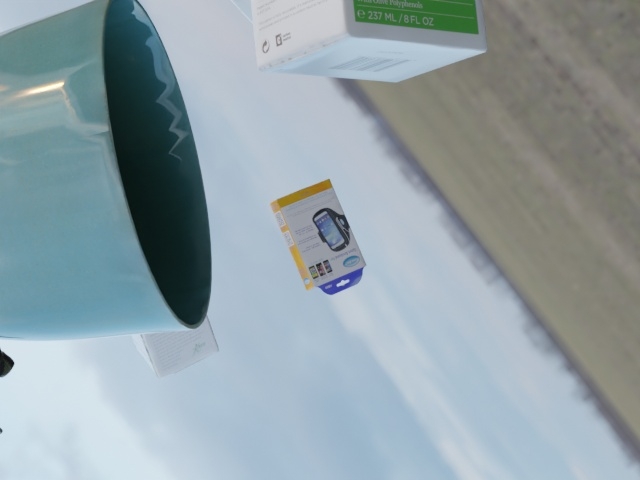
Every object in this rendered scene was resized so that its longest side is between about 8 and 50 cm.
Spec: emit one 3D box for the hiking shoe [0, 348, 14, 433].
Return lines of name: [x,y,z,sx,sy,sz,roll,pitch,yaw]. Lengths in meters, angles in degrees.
hiking shoe: [-0.449,0.136,2.272,0.114,0.226,0.086,2,-179,-32]

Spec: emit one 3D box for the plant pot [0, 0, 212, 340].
plant pot: [-0.247,-0.046,1.531,0.293,0.235,0.293,-11,-90,-81]

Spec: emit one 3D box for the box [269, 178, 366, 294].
box: [0.000,0.000,2.222,0.028,0.081,0.136,-22,90,64]

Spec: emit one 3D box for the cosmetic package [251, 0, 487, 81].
cosmetic package: [0.032,-0.355,1.801,0.197,0.155,0.365,-1,-98,-39]

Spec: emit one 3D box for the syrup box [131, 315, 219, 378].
syrup box: [-0.220,0.053,2.335,0.093,0.096,0.236,43,155,54]

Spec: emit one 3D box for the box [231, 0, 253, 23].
box: [-0.029,-0.341,2.179,0.182,0.181,0.119,45,-173,-29]
